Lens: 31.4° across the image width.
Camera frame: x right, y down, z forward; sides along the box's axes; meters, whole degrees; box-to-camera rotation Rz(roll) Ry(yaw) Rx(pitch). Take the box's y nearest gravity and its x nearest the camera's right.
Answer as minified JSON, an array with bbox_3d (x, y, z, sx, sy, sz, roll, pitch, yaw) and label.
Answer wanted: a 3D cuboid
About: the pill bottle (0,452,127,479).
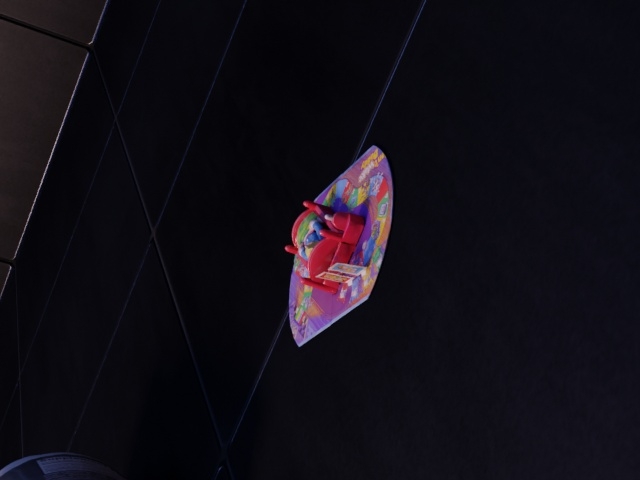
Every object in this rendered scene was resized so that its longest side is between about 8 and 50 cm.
[{"bbox_3d":[-0.225,0.288,1.007,0.318,0.176,0.176,7,81,68],"label":"pill bottle"}]

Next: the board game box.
[{"bbox_3d":[0.000,0.000,0.875,0.169,0.033,0.133,-40,39,53],"label":"board game box"}]
